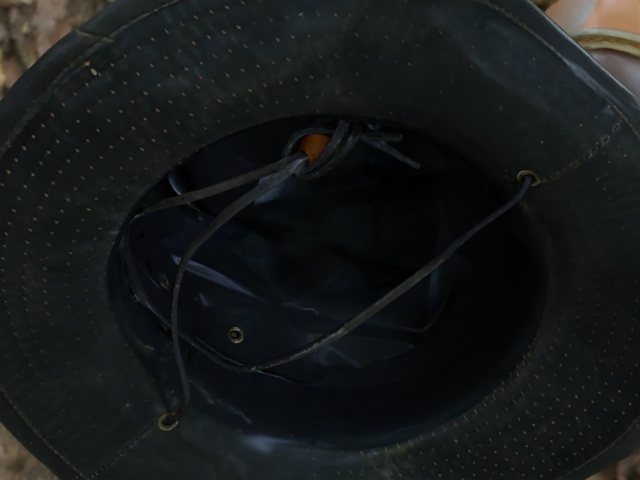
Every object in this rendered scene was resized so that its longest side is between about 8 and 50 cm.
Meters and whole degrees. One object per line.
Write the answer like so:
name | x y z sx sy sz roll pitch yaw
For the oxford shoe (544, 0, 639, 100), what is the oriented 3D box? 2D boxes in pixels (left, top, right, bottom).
oxford shoe | 0.241 0.026 0.739 0.363 0.130 0.133 28 60 -9

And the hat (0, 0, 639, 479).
hat | 0.000 0.000 0.674 0.331 0.331 0.134 13 30 -16
